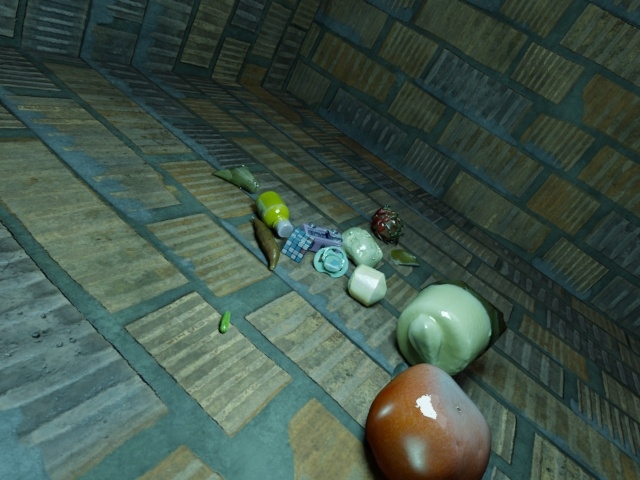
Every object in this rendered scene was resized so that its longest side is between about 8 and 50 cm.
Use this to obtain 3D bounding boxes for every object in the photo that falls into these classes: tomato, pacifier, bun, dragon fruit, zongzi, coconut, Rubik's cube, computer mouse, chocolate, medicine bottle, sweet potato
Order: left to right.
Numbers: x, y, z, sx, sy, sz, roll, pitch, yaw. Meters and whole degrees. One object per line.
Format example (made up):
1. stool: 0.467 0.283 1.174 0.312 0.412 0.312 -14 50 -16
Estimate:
1. zongzi: -0.382 -0.277 2.012 0.176 0.078 0.160 -14 51 -42
2. sweet potato: -0.214 -0.005 1.713 0.066 0.072 0.314 -4 43 -27
3. medicine bottle: -0.190 -0.105 1.852 0.122 0.122 0.212 7 35 -39
4. Rubik's cube: -0.092 0.018 1.772 0.092 0.092 0.092 32 26 1
5. pacifier: 0.041 0.081 1.804 0.150 0.127 0.116 16 5 -14
6. bun: 0.188 0.027 1.999 0.229 0.145 0.229 21 27 -11
7. coconut: 0.193 0.180 1.734 0.153 0.147 0.147 29 26 11
8. dragon fruit: 0.359 -0.083 2.341 0.182 0.182 0.188 15 21 -29
9. computer mouse: 0.442 0.092 2.254 0.199 0.045 0.102 7 37 -38
10. tomato: 0.295 0.498 1.140 0.341 0.273 0.341 24 27 -13
11. chocolate: 0.435 0.341 1.548 0.326 0.314 0.297 40 36 10

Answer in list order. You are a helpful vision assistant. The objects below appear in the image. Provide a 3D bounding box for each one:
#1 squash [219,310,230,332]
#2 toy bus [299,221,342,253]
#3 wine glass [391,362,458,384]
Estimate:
1. squash: -0.280 0.236 1.278 0.027 0.027 0.089 23 26 -16
2. toy bus: 0.000 0.000 1.898 0.199 0.096 0.108 14 35 -26
3. wine glass: 0.347 0.477 1.426 0.222 0.103 0.103 21 28 -16
